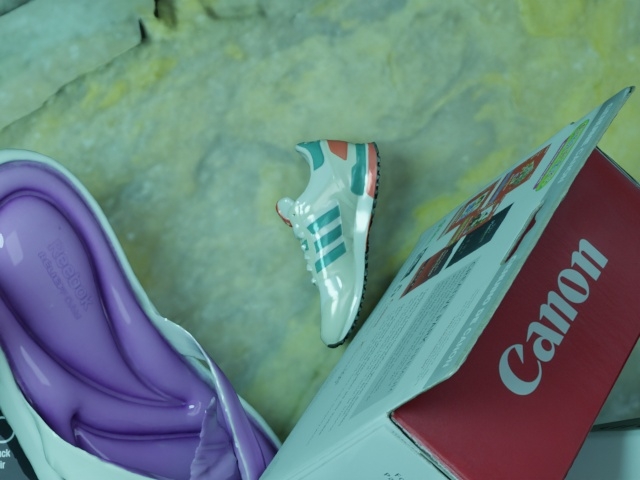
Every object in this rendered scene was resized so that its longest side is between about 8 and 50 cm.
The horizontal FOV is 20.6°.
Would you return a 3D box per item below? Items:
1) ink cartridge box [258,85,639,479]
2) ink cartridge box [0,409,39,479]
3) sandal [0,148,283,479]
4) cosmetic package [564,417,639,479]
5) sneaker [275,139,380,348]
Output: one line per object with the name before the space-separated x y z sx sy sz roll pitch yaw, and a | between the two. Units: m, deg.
ink cartridge box | 0.121 0.077 1.200 0.130 0.272 0.309 42 51 -7
ink cartridge box | -0.270 0.078 1.227 0.206 0.045 0.208 -1 84 -20
sandal | -0.121 0.122 1.209 0.169 0.102 0.416 -48 113 -28
cosmetic package | 0.394 0.193 1.300 0.453 0.230 0.162 -3 86 -41
sneaker | 0.000 0.000 1.338 0.075 0.057 0.161 8 83 -3
